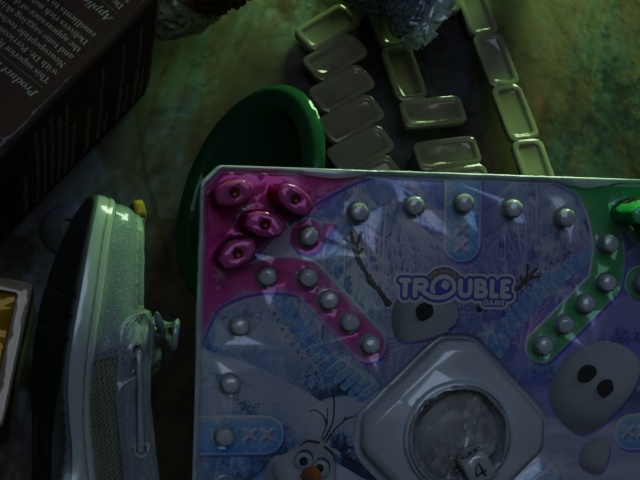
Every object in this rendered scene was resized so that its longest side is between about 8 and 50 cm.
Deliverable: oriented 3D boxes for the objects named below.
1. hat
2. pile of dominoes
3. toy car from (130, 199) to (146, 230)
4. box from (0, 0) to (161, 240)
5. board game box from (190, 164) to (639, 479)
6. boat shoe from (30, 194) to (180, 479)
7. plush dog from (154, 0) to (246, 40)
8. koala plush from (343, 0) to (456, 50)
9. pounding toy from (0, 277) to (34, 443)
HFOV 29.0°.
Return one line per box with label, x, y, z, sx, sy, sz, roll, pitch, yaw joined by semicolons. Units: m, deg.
hat;0.000;0.000;1.025;0.183;0.173;0.208;22;85;-38
pile of dominoes;0.086;-0.111;1.105;0.196;0.040;0.251;-9;64;-14
toy car;-0.171;0.020;0.989;0.060;0.040;0.122;5;70;-10
box;-0.254;-0.138;0.962;0.168;0.167;0.203;38;68;3
board game box;0.102;0.145;0.913;0.390;0.050;0.390;1;93;-11
boat shoe;-0.150;0.128;0.904;0.103;0.118;0.320;3;82;-25
plush dog;-0.118;-0.275;1.040;0.210;0.262;0.225;21;74;-44
koala plush;0.087;-0.285;1.082;0.196;0.203;0.221;43;80;11
pounding toy;-0.285;0.063;0.917;0.130;0.100;0.141;10;69;-8
